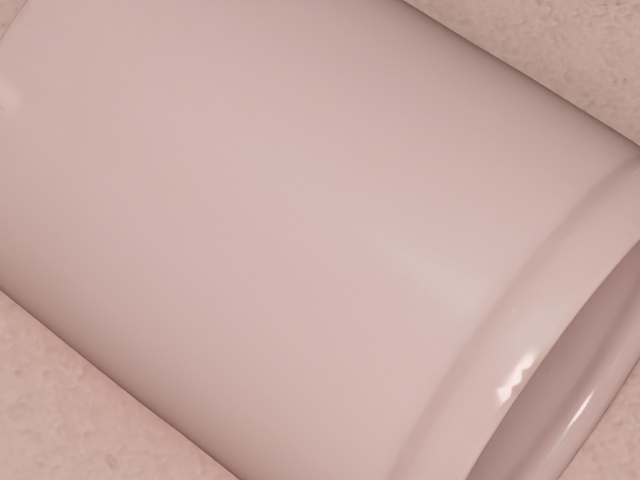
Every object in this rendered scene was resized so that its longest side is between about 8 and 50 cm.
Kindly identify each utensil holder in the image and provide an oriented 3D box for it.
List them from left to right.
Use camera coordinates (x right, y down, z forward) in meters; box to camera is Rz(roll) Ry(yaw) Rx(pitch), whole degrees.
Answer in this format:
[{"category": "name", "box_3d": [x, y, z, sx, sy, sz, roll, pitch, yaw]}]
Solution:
[{"category": "utensil holder", "box_3d": [0.000, 0.000, 1.142, 0.385, 0.328, 0.328, 34, 70, 18]}]
